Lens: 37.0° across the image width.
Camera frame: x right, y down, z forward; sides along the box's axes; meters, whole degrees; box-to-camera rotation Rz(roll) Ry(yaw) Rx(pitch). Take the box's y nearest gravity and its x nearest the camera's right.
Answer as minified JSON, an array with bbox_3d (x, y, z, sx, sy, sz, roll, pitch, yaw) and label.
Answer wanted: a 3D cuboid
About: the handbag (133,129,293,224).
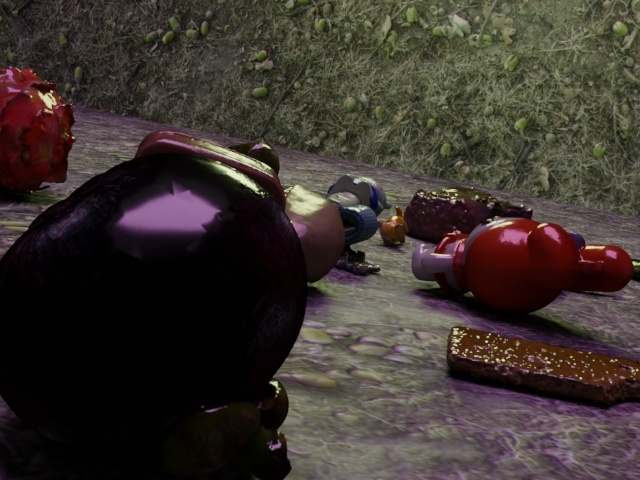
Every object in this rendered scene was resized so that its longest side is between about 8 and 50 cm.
[{"bbox_3d":[-0.108,0.011,0.819,0.151,0.193,0.072,12,10,-10],"label":"handbag"}]

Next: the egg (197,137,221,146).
[{"bbox_3d":[-0.230,-0.139,1.826,0.114,0.114,0.152,4,6,-32],"label":"egg"}]

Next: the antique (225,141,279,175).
[{"bbox_3d":[-0.148,-0.149,1.888,0.081,0.080,0.221,-10,2,-22],"label":"antique"}]

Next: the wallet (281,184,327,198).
[{"bbox_3d":[-0.053,-0.085,1.923,0.167,0.036,0.222,11,9,10],"label":"wallet"}]

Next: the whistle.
[{"bbox_3d":[0.067,-0.079,1.837,0.110,0.092,0.244,24,12,18],"label":"whistle"}]

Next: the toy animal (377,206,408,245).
[{"bbox_3d":[0.127,-0.027,1.664,0.060,0.081,0.083,15,-9,18],"label":"toy animal"}]

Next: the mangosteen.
[{"bbox_3d":[-0.100,0.051,0.629,0.216,0.216,0.216,9,9,-2],"label":"mangosteen"}]

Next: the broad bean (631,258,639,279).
[{"bbox_3d":[0.588,0.052,1.754,0.069,0.039,0.227,11,7,-27],"label":"broad bean"}]

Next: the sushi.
[{"bbox_3d":[0.277,-0.042,1.812,0.241,0.107,0.161,12,13,10],"label":"sushi"}]

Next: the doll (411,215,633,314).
[{"bbox_3d":[0.257,0.032,1.252,0.290,0.130,0.161,-1,-7,44],"label":"doll"}]

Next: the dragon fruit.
[{"bbox_3d":[-0.510,-0.181,1.530,0.210,0.205,0.268,-5,18,-32],"label":"dragon fruit"}]

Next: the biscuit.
[{"bbox_3d":[0.245,0.132,0.966,0.237,0.026,0.131,11,11,6],"label":"biscuit"}]

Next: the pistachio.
[{"bbox_3d":[-0.033,-0.005,1.202,0.124,0.124,0.185,11,9,11],"label":"pistachio"}]

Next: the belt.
[{"bbox_3d":[0.003,0.000,1.416,0.179,0.100,0.065,-2,1,38],"label":"belt"}]
